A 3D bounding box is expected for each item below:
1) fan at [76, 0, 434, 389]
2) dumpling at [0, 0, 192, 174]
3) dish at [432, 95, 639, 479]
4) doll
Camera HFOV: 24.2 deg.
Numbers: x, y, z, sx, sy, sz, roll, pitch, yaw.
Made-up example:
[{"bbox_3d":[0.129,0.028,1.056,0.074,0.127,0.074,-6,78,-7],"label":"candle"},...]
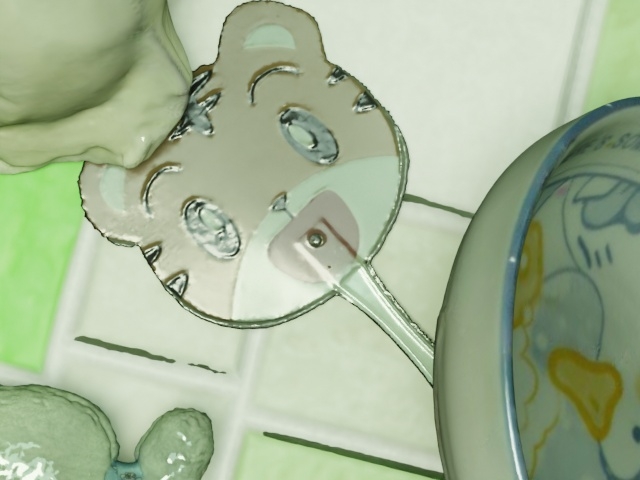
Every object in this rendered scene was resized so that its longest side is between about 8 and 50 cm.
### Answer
[{"bbox_3d":[0.000,0.000,0.737,0.152,0.008,0.226,-44,90,-7],"label":"fan"},{"bbox_3d":[-0.166,-0.134,0.667,0.193,0.147,0.258,-17,118,3],"label":"dumpling"},{"bbox_3d":[0.125,0.083,0.678,0.273,0.134,0.273,15,67,-41],"label":"dish"},{"bbox_3d":[-0.153,0.120,0.683,0.214,0.071,0.103,-10,85,-2],"label":"doll"}]
